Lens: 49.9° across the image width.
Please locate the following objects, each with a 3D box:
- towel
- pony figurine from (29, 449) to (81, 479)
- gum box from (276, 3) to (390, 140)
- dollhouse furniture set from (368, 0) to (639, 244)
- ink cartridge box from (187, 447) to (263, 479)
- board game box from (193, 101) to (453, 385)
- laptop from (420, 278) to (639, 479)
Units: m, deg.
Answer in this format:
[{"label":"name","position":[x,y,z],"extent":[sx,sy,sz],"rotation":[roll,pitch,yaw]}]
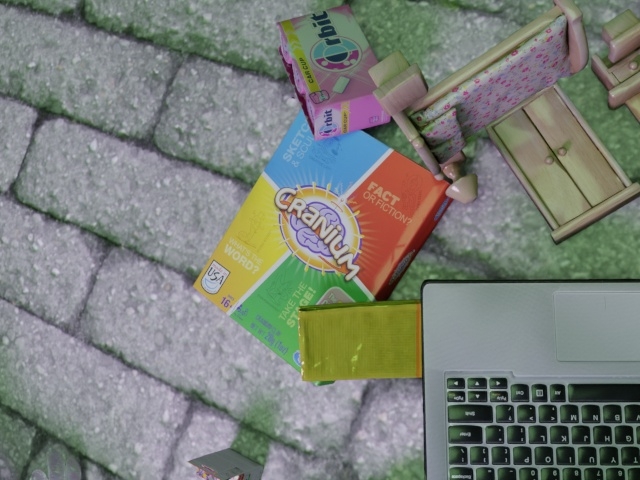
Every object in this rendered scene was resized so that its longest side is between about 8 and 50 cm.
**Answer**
[{"label":"towel","position":[0.091,0.128,0.873],"extent":[0.237,0.021,0.102],"rotation":[-3,95,2]},{"label":"pony figurine","position":[-0.498,0.497,0.948],"extent":[0.363,0.302,0.351],"rotation":[-154,75,-67]},{"label":"gum box","position":[0.014,-0.234,0.934],"extent":[0.107,0.062,0.189],"rotation":[-15,58,-8]},{"label":"dollhouse furniture set","position":[0.256,-0.129,0.708],"extent":[0.303,0.355,0.174],"rotation":[-33,72,13]},{"label":"ink cartridge box","position":[-0.131,0.315,0.934],"extent":[0.062,0.115,0.029],"rotation":[19,90,23]},{"label":"board game box","position":[0.000,0.000,0.951],"extent":[0.242,0.064,0.317],"rotation":[34,96,22]},{"label":"laptop","position":[0.302,0.231,0.651],"extent":[0.381,0.236,0.408],"rotation":[0,82,1]}]
